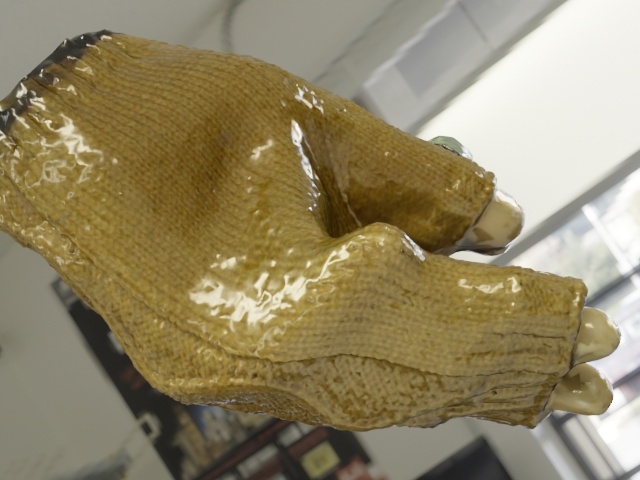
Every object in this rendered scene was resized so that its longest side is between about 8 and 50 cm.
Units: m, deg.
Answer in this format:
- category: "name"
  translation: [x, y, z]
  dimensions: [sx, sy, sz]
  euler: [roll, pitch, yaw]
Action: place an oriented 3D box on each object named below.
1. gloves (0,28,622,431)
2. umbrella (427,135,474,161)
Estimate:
- category: "gloves"
  translation: [-0.011, 0.009, 0.787]
  dimensions: [0.203, 0.357, 0.155]
  euler: [-56, -14, -57]
- category: "umbrella"
  translation: [0.098, -0.051, 1.232]
  dimensions: [0.062, 0.067, 0.143]
  euler: [-14, 15, 12]
